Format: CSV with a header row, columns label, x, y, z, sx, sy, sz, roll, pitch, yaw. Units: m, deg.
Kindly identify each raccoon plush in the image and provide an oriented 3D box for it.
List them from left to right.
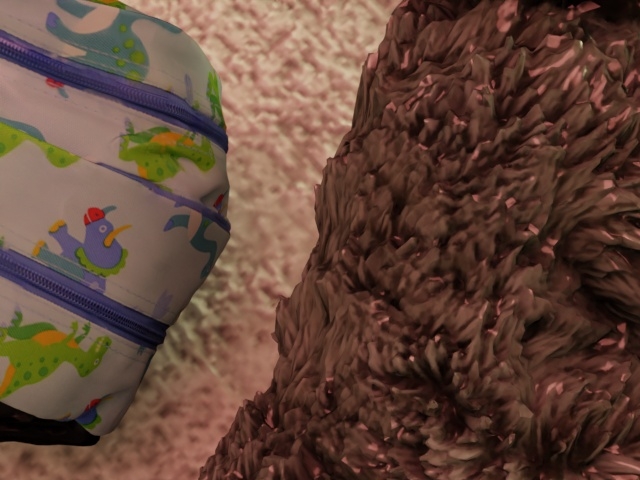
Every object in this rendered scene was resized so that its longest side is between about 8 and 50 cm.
label,x,y,z,sx,sy,sz,roll,pitch,yaw
raccoon plush,0.000,0.000,0.692,0.299,0.216,0.446,-26,94,-10

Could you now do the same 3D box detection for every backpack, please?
label,x,y,z,sx,sy,sz,roll,pitch,yaw
backpack,-0.216,-0.046,0.769,0.355,0.290,0.273,40,83,16
